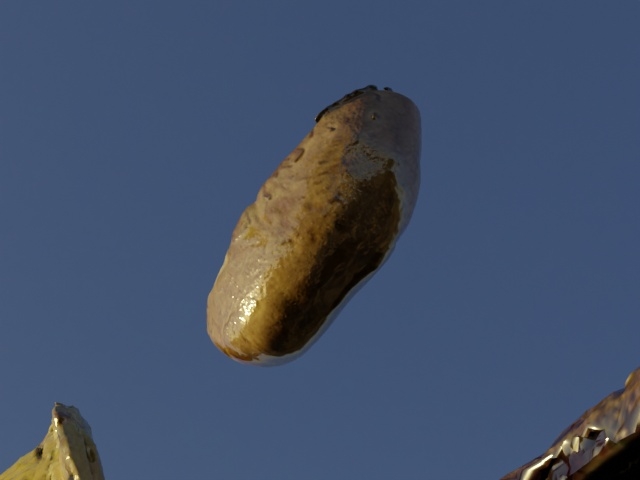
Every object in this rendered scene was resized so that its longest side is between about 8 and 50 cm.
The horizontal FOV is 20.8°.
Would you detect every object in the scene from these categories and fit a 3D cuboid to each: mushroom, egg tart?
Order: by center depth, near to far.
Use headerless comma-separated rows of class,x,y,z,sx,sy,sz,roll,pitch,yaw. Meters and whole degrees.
mushroom,0.000,-0.001,1.122,0.210,0.094,0.072,-52,-41,8
egg tart,-0.227,0.287,1.447,0.120,0.315,0.315,-6,-52,-11

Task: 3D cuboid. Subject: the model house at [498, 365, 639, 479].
model house,0.186,0.169,0.623,0.317,0.297,0.283,10,-85,-47
